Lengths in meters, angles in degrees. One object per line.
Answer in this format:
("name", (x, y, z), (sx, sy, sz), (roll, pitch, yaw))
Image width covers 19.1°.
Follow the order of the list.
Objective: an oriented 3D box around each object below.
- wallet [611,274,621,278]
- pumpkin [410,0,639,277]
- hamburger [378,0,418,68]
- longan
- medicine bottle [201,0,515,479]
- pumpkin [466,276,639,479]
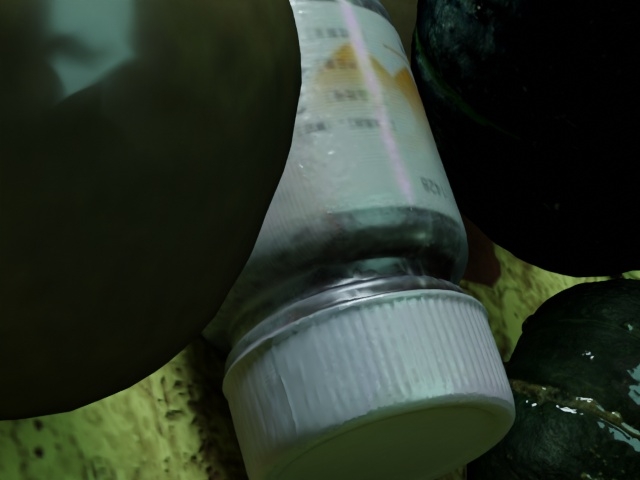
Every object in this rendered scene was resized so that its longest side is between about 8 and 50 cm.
("wallet", (0.212, -0.087, 1.525), (0.124, 0.025, 0.244), (39, 38, -21))
("pumpkin", (0.188, -0.140, 1.164), (0.315, 0.315, 0.238), (7, 29, -47))
("hamburger", (0.036, -0.196, 1.308), (0.237, 0.147, 0.237), (28, 37, -24))
("longan", (-0.155, -0.061, 0.862), (0.297, 0.297, 0.297), (30, 41, -31))
("medicine bottle", (0.000, 0.000, 1.082), (0.165, 0.165, 0.273), (9, 54, -46))
("pumpkin", (0.167, 0.113, 1.168), (0.146, 0.190, 0.190), (43, 32, 15))
